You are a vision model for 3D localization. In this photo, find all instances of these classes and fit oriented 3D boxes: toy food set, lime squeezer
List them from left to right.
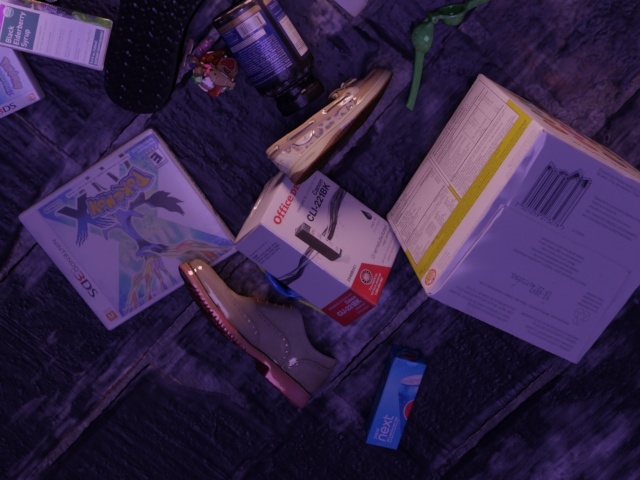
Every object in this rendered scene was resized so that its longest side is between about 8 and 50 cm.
[{"bbox_3d":[-0.204,-0.332,1.778,0.122,0.019,0.077,22,100,19],"label":"toy food set"},{"bbox_3d":[-0.201,-0.316,1.815,0.083,0.020,0.082,24,107,-10],"label":"toy food set"},{"bbox_3d":[0.240,-0.386,1.781,0.110,0.059,0.310,40,103,-13],"label":"lime squeezer"}]

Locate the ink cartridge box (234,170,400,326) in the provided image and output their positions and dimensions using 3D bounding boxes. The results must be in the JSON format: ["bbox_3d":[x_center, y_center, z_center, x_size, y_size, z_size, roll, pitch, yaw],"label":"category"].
[{"bbox_3d":[0.000,0.000,1.827,0.273,0.197,0.114,35,140,-12],"label":"ink cartridge box"}]

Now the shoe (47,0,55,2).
[{"bbox_3d":[-0.501,-0.520,1.713,0.081,0.063,0.178,-27,103,14],"label":"shoe"}]

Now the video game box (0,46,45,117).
[{"bbox_3d":[-0.648,-0.318,1.793,0.187,0.048,0.205,-25,108,4],"label":"video game box"}]

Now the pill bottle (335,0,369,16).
[{"bbox_3d":[0.108,-0.537,1.670,0.162,0.162,0.278,40,105,-14],"label":"pill bottle"}]

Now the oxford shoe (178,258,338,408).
[{"bbox_3d":[-0.126,0.161,1.942,0.146,0.140,0.397,-45,113,-8],"label":"oxford shoe"}]

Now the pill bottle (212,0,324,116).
[{"bbox_3d":[-0.089,-0.342,1.754,0.123,0.123,0.219,-31,107,9],"label":"pill bottle"}]

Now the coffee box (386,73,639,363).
[{"bbox_3d":[0.375,-0.045,1.738,0.338,0.334,0.338,26,108,-20],"label":"coffee box"}]

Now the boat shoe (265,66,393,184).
[{"bbox_3d":[0.022,-0.230,1.778,0.089,0.104,0.285,41,75,8],"label":"boat shoe"}]

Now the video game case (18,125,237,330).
[{"bbox_3d":[-0.378,-0.018,1.909,0.329,0.036,0.300,-32,107,9],"label":"video game case"}]

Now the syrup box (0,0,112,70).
[{"bbox_3d":[-0.501,-0.380,1.721,0.237,0.096,0.093,12,100,-18],"label":"syrup box"}]

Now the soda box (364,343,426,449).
[{"bbox_3d":[0.156,0.331,2.027,0.071,0.067,0.210,15,109,-6],"label":"soda box"}]

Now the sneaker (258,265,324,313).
[{"bbox_3d":[-0.022,0.101,1.910,0.240,0.126,0.091,28,107,-10],"label":"sneaker"}]

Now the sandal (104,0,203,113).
[{"bbox_3d":[-0.285,-0.444,1.738,0.168,0.107,0.445,23,120,-10],"label":"sandal"}]
